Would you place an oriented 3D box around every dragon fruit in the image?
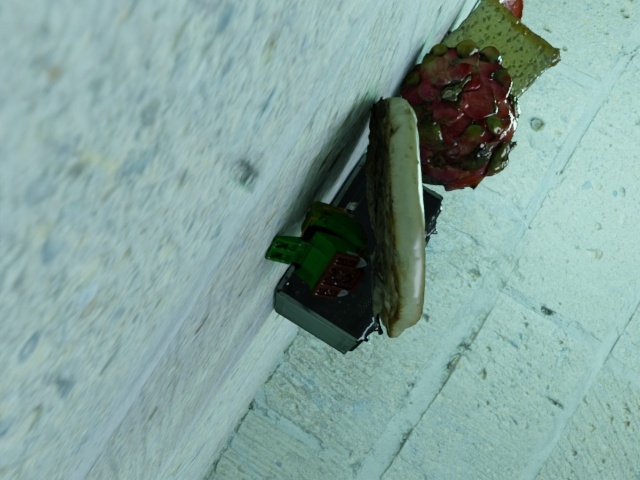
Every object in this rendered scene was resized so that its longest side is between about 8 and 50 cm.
[{"bbox_3d":[0.268,-0.259,1.256,0.291,0.250,0.269,76,27,-52],"label":"dragon fruit"}]

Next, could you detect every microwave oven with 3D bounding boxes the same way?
[{"bbox_3d":[0.084,0.043,1.361,0.354,0.219,0.286,-57,176,-16],"label":"microwave oven"}]

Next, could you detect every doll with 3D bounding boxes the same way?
[{"bbox_3d":[0.008,0.004,0.939,0.106,0.134,0.186,-62,-178,28],"label":"doll"}]

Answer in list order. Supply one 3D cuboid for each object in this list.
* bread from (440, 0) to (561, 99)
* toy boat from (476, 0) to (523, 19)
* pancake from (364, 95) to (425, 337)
[{"bbox_3d":[0.408,-0.441,1.607,0.248,0.279,0.315,-49,-169,-2],"label":"bread"},{"bbox_3d":[0.481,-0.608,1.872,0.331,0.145,0.133,-61,-149,8],"label":"toy boat"},{"bbox_3d":[0.109,-0.038,0.976,0.382,0.071,0.381,1,90,-90],"label":"pancake"}]
